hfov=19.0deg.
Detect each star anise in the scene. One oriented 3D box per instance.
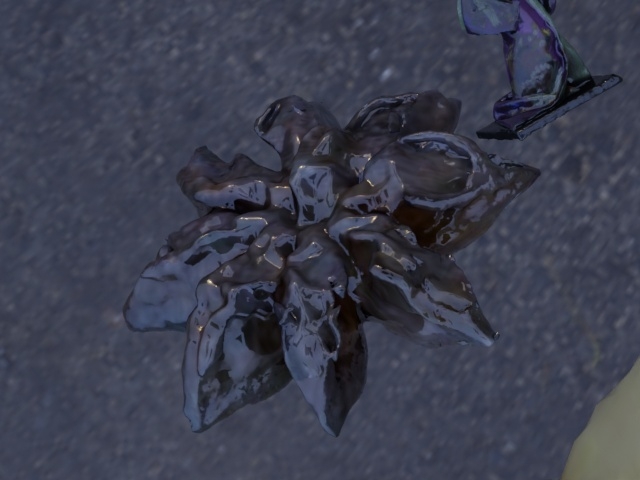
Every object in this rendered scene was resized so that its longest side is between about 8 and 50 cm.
[{"bbox_3d":[-0.002,0.000,1.384,0.331,0.332,0.118,-3,135,27],"label":"star anise"}]

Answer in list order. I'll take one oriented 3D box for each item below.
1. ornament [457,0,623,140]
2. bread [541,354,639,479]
[{"bbox_3d":[0.118,-0.172,1.237,0.203,0.081,0.088,69,165,-6],"label":"ornament"},{"bbox_3d":[0.218,0.096,0.279,0.279,0.279,0.207,29,106,-27],"label":"bread"}]
